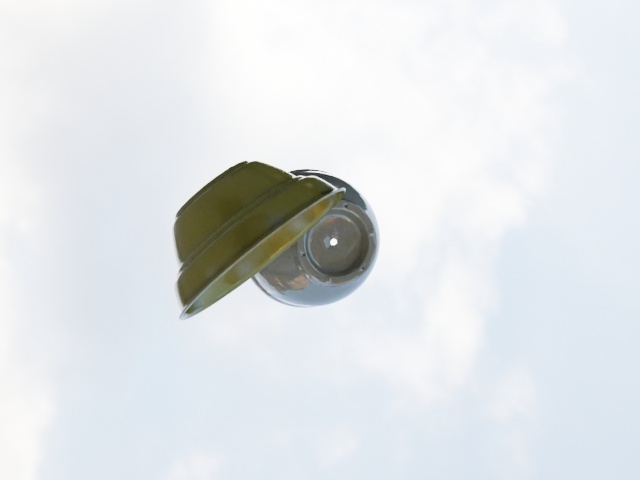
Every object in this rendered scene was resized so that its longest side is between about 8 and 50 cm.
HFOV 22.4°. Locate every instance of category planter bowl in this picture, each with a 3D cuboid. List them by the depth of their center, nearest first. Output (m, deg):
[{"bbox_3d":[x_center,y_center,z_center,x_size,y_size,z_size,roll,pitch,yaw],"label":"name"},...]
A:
[{"bbox_3d":[-0.086,-0.018,1.662,0.217,0.090,0.217,-39,175,-4],"label":"planter bowl"},{"bbox_3d":[0.000,0.000,1.825,0.162,0.162,0.109,-56,-162,-9],"label":"planter bowl"}]
